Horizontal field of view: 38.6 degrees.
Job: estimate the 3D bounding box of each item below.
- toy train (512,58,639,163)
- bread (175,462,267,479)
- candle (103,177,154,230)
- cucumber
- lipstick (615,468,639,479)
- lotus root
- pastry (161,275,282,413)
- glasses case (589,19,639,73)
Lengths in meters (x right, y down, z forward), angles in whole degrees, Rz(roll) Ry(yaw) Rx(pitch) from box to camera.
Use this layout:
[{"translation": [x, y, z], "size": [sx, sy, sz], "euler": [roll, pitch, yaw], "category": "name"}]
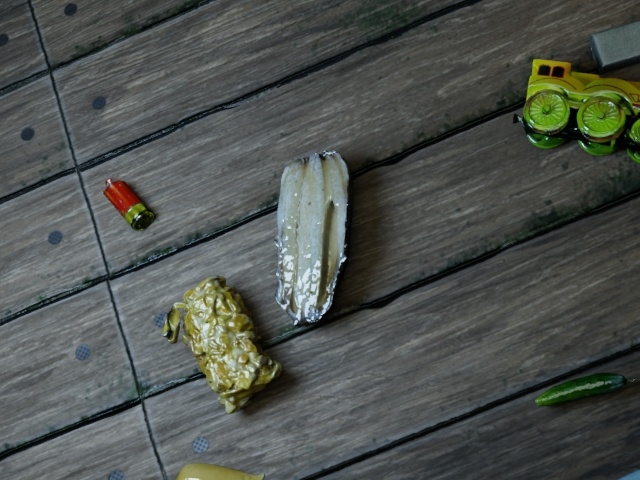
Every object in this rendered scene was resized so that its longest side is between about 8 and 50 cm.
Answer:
[{"translation": [0.502, -0.233, 1.641], "size": [0.296, 0.100, 0.161], "euler": [12, 73, 15], "category": "toy train"}, {"translation": [-0.177, 0.453, 1.564], "size": [0.173, 0.085, 0.134], "euler": [3, 73, 13], "category": "bread"}, {"translation": [-0.385, -0.078, 1.802], "size": [0.052, 0.052, 0.130], "euler": [-44, 68, -4], "category": "candle"}, {"translation": [0.439, 0.247, 1.528], "size": [0.167, 0.039, 0.039], "euler": [-17, 69, 8], "category": "cucumber"}, {"translation": [0.565, 0.375, 1.447], "size": [0.274, 0.061, 0.068], "euler": [-24, 67, 3], "category": "lipstick"}, {"translation": [0.000, 0.001, 1.687], "size": [0.167, 0.078, 0.330], "euler": [-6, 71, 34], "category": "lotus root"}, {"translation": [-0.184, 0.179, 1.647], "size": [0.154, 0.102, 0.250], "euler": [-34, 70, -4], "category": "pastry"}, {"translation": [0.610, -0.373, 1.693], "size": [0.204, 0.047, 0.071], "euler": [-16, 74, 6], "category": "glasses case"}]
